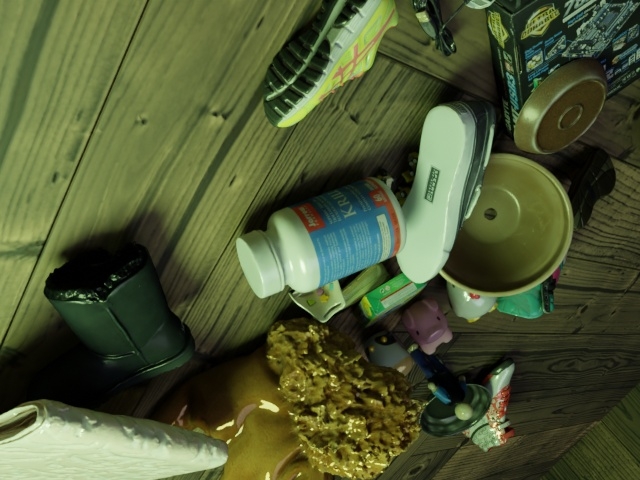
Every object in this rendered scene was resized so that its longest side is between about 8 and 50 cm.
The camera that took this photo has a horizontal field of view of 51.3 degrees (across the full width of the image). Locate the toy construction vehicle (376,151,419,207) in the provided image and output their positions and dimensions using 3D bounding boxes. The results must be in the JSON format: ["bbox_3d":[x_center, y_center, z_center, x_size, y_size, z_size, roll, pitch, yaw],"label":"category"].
[{"bbox_3d":[0.116,-0.087,1.026,0.085,0.035,0.098,-22,138,-29],"label":"toy construction vehicle"}]

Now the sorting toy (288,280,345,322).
[{"bbox_3d":[0.004,0.093,1.088,0.083,0.075,0.045,-38,143,2],"label":"sorting toy"}]

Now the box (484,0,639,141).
[{"bbox_3d":[0.391,-0.310,0.971,0.295,0.073,0.293,-35,142,-1],"label":"box"}]

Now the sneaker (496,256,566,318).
[{"bbox_3d":[0.392,0.054,1.282,0.295,0.123,0.179,40,67,-53],"label":"sneaker"}]

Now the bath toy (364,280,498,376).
[{"bbox_3d":[0.182,0.165,1.272,0.348,0.151,0.129,-37,111,-2],"label":"bath toy"}]

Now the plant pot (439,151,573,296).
[{"bbox_3d":[0.288,-0.033,1.109,0.237,0.237,0.110,-50,-179,17],"label":"plant pot"}]

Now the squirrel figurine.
[{"bbox_3d":[-0.023,0.345,1.077,0.397,0.370,0.281,-46,142,17],"label":"squirrel figurine"}]

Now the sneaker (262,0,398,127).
[{"bbox_3d":[0.018,-0.208,0.776,0.208,0.081,0.094,-48,144,14],"label":"sneaker"}]

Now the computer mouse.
[{"bbox_3d":[0.201,-0.328,0.829,0.193,0.042,0.106,-42,136,15],"label":"computer mouse"}]

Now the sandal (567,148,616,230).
[{"bbox_3d":[0.494,-0.097,1.257,0.219,0.060,0.090,-49,118,-29],"label":"sandal"}]

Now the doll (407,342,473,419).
[{"bbox_3d":[0.263,0.299,1.416,0.129,0.189,0.046,6,126,-42],"label":"doll"}]

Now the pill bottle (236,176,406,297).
[{"bbox_3d":[0.000,0.000,0.946,0.221,0.124,0.124,-22,141,-20],"label":"pill bottle"}]

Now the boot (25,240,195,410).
[{"bbox_3d":[-0.303,0.116,0.857,0.246,0.094,0.207,-23,134,-4],"label":"boot"}]

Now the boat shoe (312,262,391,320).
[{"bbox_3d":[0.047,0.088,1.150,0.153,0.048,0.056,-32,169,5],"label":"boat shoe"}]

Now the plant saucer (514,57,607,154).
[{"bbox_3d":[0.369,-0.193,1.004,0.168,0.029,0.168,-20,140,-18],"label":"plant saucer"}]

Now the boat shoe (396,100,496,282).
[{"bbox_3d":[0.192,-0.069,1.007,0.102,0.108,0.301,-16,128,-33],"label":"boat shoe"}]

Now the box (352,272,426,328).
[{"bbox_3d":[0.116,0.105,1.170,0.105,0.043,0.179,-30,170,-11],"label":"box"}]

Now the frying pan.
[{"bbox_3d":[0.299,0.396,1.664,0.197,0.053,0.326,-42,126,14],"label":"frying pan"}]

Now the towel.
[{"bbox_3d":[-0.350,0.297,0.935,0.316,0.054,0.332,-19,149,27],"label":"towel"}]

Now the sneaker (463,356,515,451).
[{"bbox_3d":[0.471,0.441,1.759,0.090,0.145,0.270,-13,140,-48],"label":"sneaker"}]
